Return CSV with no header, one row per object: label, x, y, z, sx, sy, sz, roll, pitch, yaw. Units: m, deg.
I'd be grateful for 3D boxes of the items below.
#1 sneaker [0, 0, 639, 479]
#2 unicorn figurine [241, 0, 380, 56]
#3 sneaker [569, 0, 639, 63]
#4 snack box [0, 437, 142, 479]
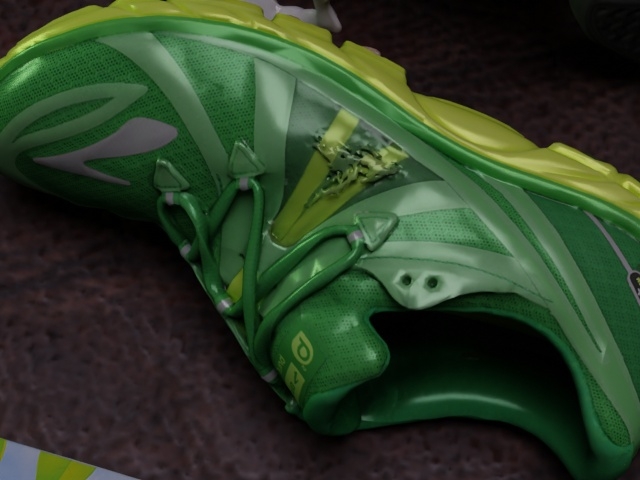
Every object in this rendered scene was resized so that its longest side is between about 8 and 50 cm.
sneaker,0.000,0.000,0.588,0.296,0.109,0.123,20,59,9
unicorn figurine,-0.039,-0.110,0.664,0.060,0.111,0.162,-28,84,-11
sneaker,0.198,-0.150,0.703,0.228,0.087,0.130,-15,60,-15
snack box,-0.058,0.172,0.508,0.207,0.070,0.174,14,61,7
